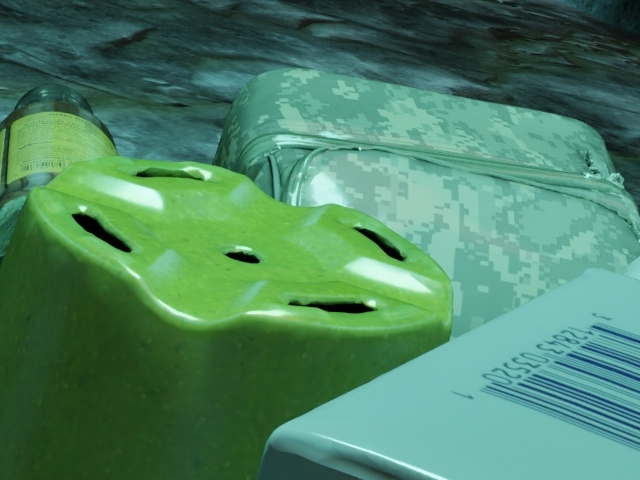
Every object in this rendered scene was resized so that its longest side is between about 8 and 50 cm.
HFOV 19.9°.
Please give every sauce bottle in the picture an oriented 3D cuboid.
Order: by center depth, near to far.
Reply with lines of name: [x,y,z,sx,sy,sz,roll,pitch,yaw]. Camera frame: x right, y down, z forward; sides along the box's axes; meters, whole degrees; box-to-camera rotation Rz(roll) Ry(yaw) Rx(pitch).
sauce bottle: [-0.201,-0.043,1.376,0.111,0.111,0.344,12,19,-11]

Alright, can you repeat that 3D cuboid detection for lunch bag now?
lunch bag: [0.074,0.042,1.214,0.305,0.212,0.256,11,34,-13]

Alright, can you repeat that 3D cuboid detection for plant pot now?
plant pot: [-0.063,0.110,0.777,0.276,0.253,0.276,14,18,-4]

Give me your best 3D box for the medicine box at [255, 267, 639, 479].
medicine box: [0.074,0.182,0.607,0.149,0.289,0.263,20,18,23]

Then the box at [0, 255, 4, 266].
box: [-0.163,0.053,1.129,0.184,0.045,0.190,-10,21,-4]

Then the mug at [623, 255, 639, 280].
mug: [0.304,0.066,0.819,0.374,0.276,0.328,-24,8,37]
